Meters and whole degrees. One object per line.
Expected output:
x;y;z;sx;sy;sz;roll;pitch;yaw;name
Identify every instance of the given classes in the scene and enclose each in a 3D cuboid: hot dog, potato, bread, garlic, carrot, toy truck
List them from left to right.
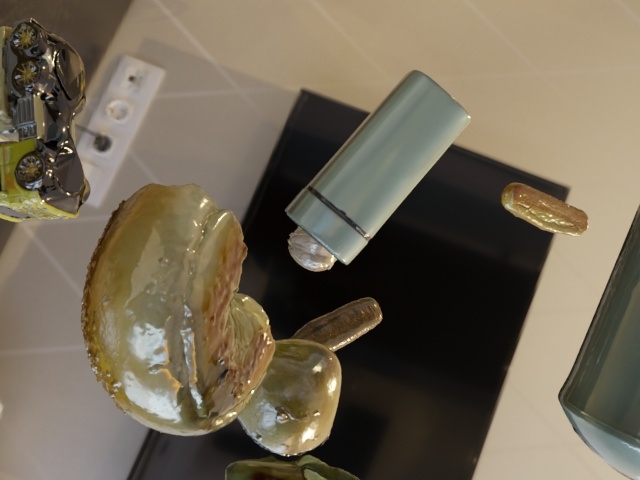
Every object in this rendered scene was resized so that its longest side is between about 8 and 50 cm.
-0.609;-0.238;1.579;0.180;0.254;0.405;34;47;-72;toy truck
-0.158;0.105;0.830;0.314;0.171;0.192;74;27;-51;bread
-0.039;0.191;1.345;0.342;0.070;0.070;-27;156;-24;carrot
-0.029;0.208;1.156;0.202;0.182;0.117;-11;150;-49;potato
-0.002;-0.003;1.327;0.074;0.094;0.113;-44;-154;56;garlic
0.418;-0.055;1.464;0.047;0.216;0.066;28;-79;59;hot dog

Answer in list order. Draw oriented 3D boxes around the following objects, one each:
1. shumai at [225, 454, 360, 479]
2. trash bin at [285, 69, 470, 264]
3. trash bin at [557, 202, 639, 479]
0.009;0.392;0.861;0.395;0.348;0.395;-30;-163;10;shumai
0.037;-0.050;0.560;0.130;0.059;0.116;-49;-175;0;trash bin
0.494;0.115;1.004;0.280;0.280;0.432;-32;140;-84;trash bin
